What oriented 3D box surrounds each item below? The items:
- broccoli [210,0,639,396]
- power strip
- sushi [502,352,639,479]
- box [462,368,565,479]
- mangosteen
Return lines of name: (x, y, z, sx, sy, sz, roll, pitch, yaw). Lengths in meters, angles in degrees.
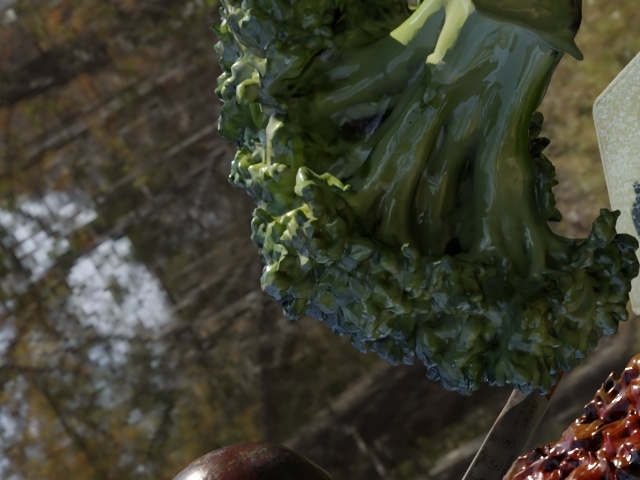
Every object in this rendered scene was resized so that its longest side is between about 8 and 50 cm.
broccoli: (0.066, -0.074, 1.153, 0.338, 0.277, 0.317, -132, 43, -56)
power strip: (0.294, -0.064, 1.182, 0.198, 0.065, 0.213, 131, 136, -55)
sushi: (0.271, 0.237, 1.408, 0.182, 0.343, 0.196, 38, -169, -20)
box: (0.193, 0.203, 1.589, 0.040, 0.218, 0.055, 26, 139, 13)
mangosteen: (-0.058, 0.357, 1.656, 0.231, 0.231, 0.289, 50, -168, -55)
